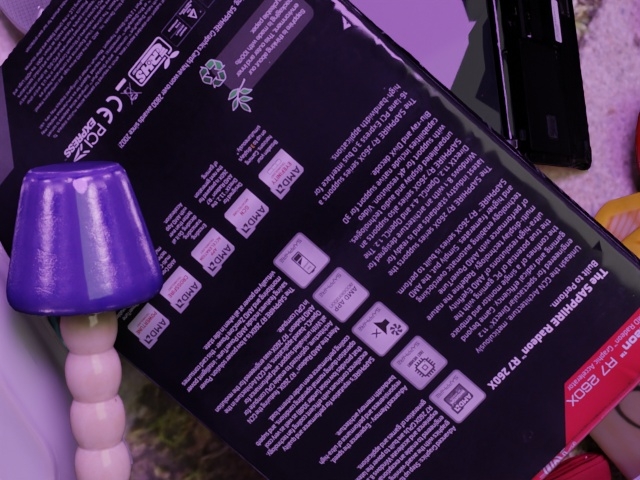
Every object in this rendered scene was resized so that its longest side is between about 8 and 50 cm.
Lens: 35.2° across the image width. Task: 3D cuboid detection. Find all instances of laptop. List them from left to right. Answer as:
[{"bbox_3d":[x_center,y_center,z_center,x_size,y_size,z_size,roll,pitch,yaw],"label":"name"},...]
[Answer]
[{"bbox_3d":[0.097,-0.166,0.808,0.264,0.137,0.234,-3,86,-55],"label":"laptop"}]

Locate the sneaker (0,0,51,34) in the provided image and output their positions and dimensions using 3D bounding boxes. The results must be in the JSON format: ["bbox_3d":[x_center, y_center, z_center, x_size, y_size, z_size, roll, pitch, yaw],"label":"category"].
[{"bbox_3d":[-0.143,-0.128,0.648,0.152,0.061,0.053,31,77,-3],"label":"sneaker"}]

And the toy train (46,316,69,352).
[{"bbox_3d":[-0.188,0.067,0.601,0.125,0.046,0.166,39,68,-21],"label":"toy train"}]

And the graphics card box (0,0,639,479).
[{"bbox_3d":[-0.009,-0.003,0.574,0.371,0.094,0.233,40,102,-4],"label":"graphics card box"}]

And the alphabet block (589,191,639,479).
[{"bbox_3d":[0.313,0.079,0.790,0.197,0.192,0.193,49,54,-17],"label":"alphabet block"}]

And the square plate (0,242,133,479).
[{"bbox_3d":[-0.273,0.115,0.456,0.347,0.049,0.344,-38,130,-24],"label":"square plate"}]

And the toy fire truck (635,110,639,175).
[{"bbox_3d":[0.422,-0.119,0.920,0.254,0.169,0.302,33,68,-48],"label":"toy fire truck"}]

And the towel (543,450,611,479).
[{"bbox_3d":[0.180,0.321,0.790,0.199,0.031,0.274,-14,93,-32],"label":"towel"}]

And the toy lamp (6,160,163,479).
[{"bbox_3d":[-0.114,0.097,0.519,0.080,0.080,0.274,-8,104,-30],"label":"toy lamp"}]

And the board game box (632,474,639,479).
[{"bbox_3d":[0.252,0.231,0.786,0.090,0.020,0.090,-36,109,8],"label":"board game box"}]
